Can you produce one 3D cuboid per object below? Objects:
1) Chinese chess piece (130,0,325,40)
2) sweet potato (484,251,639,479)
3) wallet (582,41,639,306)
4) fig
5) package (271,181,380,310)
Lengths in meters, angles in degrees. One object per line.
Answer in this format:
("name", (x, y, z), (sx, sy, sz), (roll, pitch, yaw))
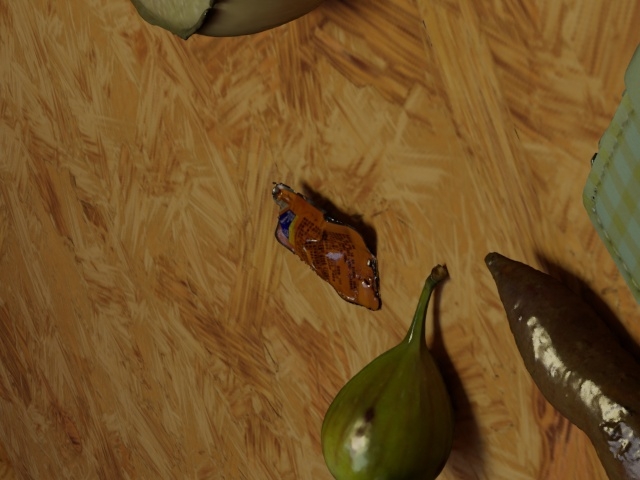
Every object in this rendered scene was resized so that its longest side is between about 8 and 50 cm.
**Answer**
("Chinese chess piece", (-0.071, -0.256, 0.935), (0.270, 0.112, 0.270), (46, 148, 41))
("sweet potato", (0.154, 0.084, 0.830), (0.218, 0.051, 0.065), (56, 156, 23))
("wallet", (0.208, -0.025, 0.609), (0.223, 0.077, 0.309), (55, 154, 18))
("fig", (0.067, 0.101, 1.030), (0.166, 0.093, 0.093), (-53, 54, 19))
("package", (-0.001, 0.001, 1.107), (0.110, 0.033, 0.077), (38, 133, 41))
